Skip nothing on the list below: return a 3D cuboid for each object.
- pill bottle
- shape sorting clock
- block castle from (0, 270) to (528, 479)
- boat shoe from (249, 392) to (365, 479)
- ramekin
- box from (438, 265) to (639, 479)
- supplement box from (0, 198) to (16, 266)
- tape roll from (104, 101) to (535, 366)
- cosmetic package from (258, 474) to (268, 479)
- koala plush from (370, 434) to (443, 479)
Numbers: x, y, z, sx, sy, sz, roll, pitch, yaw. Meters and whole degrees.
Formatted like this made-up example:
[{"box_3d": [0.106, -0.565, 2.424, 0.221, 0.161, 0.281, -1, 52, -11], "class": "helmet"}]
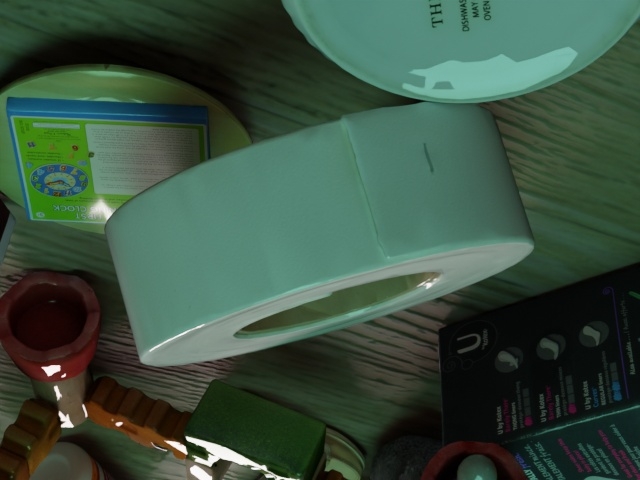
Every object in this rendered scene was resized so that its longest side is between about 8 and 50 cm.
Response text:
[{"box_3d": [-0.221, 0.265, 1.498, 0.086, 0.086, 0.152, -18, 136, 19], "class": "pill bottle"}, {"box_3d": [-0.150, -0.064, 1.149, 0.206, 0.040, 0.206, 1, 143, 1], "class": "shape sorting clock"}, {"box_3d": [-0.097, 0.232, 1.203, 0.453, 0.303, 0.213, 21, 148, 12], "class": "block castle"}, {"box_3d": [-0.029, 0.200, 1.445, 0.170, 0.059, 0.063, 28, 132, -29], "class": "boat shoe"}, {"box_3d": [0.087, -0.200, 0.929, 0.273, 0.127, 0.273, -1, 140, -1], "class": "ramekin"}, {"box_3d": [0.252, 0.132, 1.305, 0.270, 0.143, 0.165, -19, 134, 21], "class": "box"}, {"box_3d": [-0.335, -0.057, 1.121, 0.130, 0.073, 0.239, -5, 141, 19], "class": "supplement box"}, {"box_3d": [0.000, 0.000, 1.077, 0.286, 0.100, 0.286, -15, 170, -3], "class": "tape roll"}, {"box_3d": [0.035, 0.296, 1.558, 0.239, 0.060, 0.099, 21, 137, -23], "class": "cosmetic package"}, {"box_3d": [0.159, 0.287, 1.458, 0.221, 0.203, 0.196, 9, 151, -24], "class": "koala plush"}]
